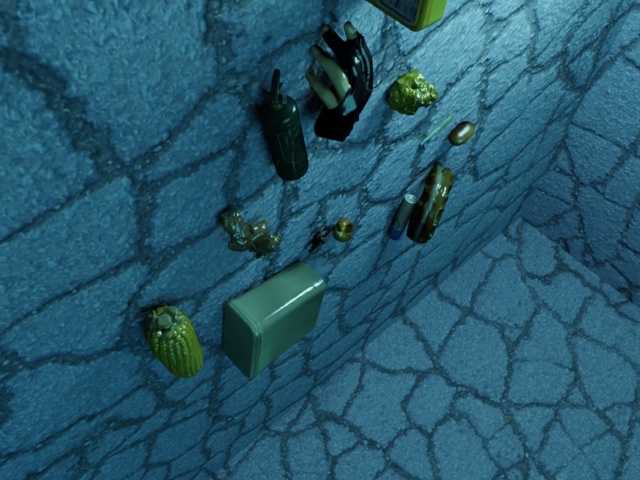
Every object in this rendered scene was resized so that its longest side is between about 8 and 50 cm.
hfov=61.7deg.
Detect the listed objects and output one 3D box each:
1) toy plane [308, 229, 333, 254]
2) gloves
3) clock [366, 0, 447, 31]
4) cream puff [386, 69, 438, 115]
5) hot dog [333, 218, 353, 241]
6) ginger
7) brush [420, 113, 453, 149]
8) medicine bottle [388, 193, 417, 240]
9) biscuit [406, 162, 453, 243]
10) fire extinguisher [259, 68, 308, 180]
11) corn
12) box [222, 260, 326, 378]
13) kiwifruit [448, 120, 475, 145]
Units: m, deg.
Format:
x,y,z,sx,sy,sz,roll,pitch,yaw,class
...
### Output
x,y,z,sx,sy,sz,roll,pitch,yaw,class
-0.002,-0.003,1.917,0.130,0.061,0.189,-43,168,-5,toy plane
0.058,-0.405,1.353,0.301,0.152,0.197,78,31,-45,gloves
0.187,-0.577,1.199,0.096,0.202,0.143,-34,153,-28,clock
0.287,-0.446,1.660,0.146,0.116,0.146,-39,157,-21,cream puff
0.085,-0.038,2.016,0.140,0.060,0.090,-3,108,-66,hot dog
-0.204,-0.013,1.575,0.122,0.084,0.290,-42,155,7,ginger
0.452,-0.417,2.060,0.178,0.030,0.033,-43,145,-5,brush
0.360,-0.098,2.355,0.059,0.059,0.231,-25,148,-37,medicine bottle
0.463,-0.133,2.309,0.268,0.115,0.367,-63,170,-50,biscuit
-0.091,-0.280,1.348,0.311,0.095,0.115,76,26,-63,fire extinguisher
-0.445,0.321,1.644,0.143,0.144,0.387,-34,155,-24,corn
-0.171,0.291,1.981,0.343,0.177,0.352,-31,150,-32,box
0.569,-0.431,2.162,0.124,0.075,0.075,-43,155,-16,kiwifruit
